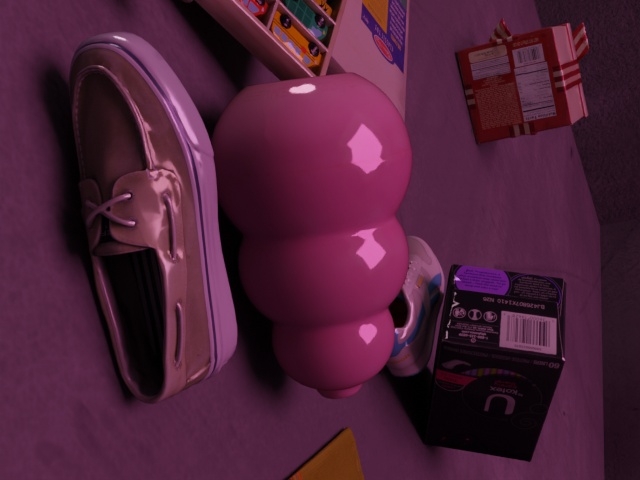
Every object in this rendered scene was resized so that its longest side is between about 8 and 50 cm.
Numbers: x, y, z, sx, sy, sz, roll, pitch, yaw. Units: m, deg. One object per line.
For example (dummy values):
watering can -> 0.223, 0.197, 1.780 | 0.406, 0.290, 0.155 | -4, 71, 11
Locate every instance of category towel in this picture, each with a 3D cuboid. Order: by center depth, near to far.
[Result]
towel -> 0.002, 0.292, 0.969 | 0.237, 0.021, 0.102 | -19, 97, -65

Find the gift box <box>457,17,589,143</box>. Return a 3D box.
gift box -> 0.476, -0.382, 2.003 | 0.258, 0.255, 0.276 | -27, 111, -63

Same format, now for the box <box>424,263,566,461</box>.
box -> 0.247, 0.182, 1.255 | 0.270, 0.165, 0.143 | 88, 13, -47

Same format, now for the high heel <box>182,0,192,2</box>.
high heel -> -0.159, -0.361, 0.791 | 0.261, 0.093, 0.186 | 59, 31, -29

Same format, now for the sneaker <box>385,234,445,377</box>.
sneaker -> 0.120, 0.075, 1.241 | 0.092, 0.087, 0.228 | 54, 32, -40

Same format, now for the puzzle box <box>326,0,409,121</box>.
puzzle box -> 0.020, -0.346, 1.213 | 0.409, 0.052, 0.272 | 37, 51, -53

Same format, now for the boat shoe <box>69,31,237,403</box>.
boat shoe -> -0.140, -0.014, 0.701 | 0.094, 0.109, 0.302 | -40, 119, -60

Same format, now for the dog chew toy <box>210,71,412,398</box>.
dog chew toy -> 0.000, 0.000, 0.900 | 0.206, 0.207, 0.331 | -31, 116, -64

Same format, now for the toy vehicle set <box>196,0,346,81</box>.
toy vehicle set -> -0.080, -0.298, 0.938 | 0.267, 0.035, 0.166 | 39, 48, -33
